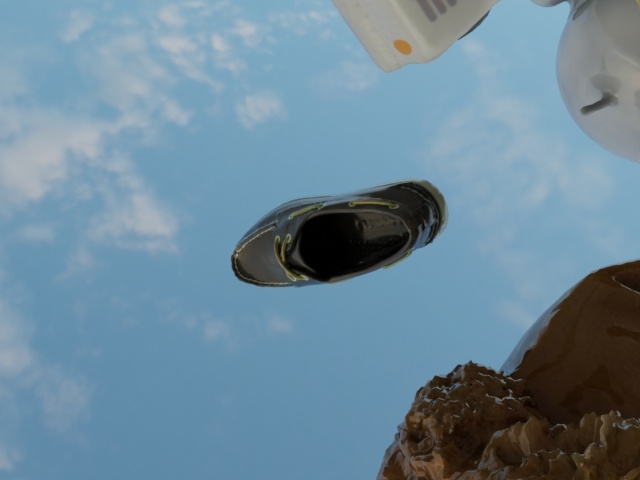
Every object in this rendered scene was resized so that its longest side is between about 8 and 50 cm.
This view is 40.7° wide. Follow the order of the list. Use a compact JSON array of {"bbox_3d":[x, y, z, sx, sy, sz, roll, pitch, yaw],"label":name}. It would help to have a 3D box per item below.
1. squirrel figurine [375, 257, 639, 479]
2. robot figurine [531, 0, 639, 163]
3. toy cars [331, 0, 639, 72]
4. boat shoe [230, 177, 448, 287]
[{"bbox_3d":[0.252,0.215,0.589,0.397,0.281,0.370,1,-152,-35],"label":"squirrel figurine"},{"bbox_3d":[0.341,-0.211,0.797,0.300,0.199,0.353,26,-117,5],"label":"robot figurine"},{"bbox_3d":[0.169,-0.181,0.427,0.394,0.176,0.087,-12,-161,-32],"label":"toy cars"},{"bbox_3d":[0.000,0.000,0.773,0.069,0.228,0.081,-34,-76,-55],"label":"boat shoe"}]
